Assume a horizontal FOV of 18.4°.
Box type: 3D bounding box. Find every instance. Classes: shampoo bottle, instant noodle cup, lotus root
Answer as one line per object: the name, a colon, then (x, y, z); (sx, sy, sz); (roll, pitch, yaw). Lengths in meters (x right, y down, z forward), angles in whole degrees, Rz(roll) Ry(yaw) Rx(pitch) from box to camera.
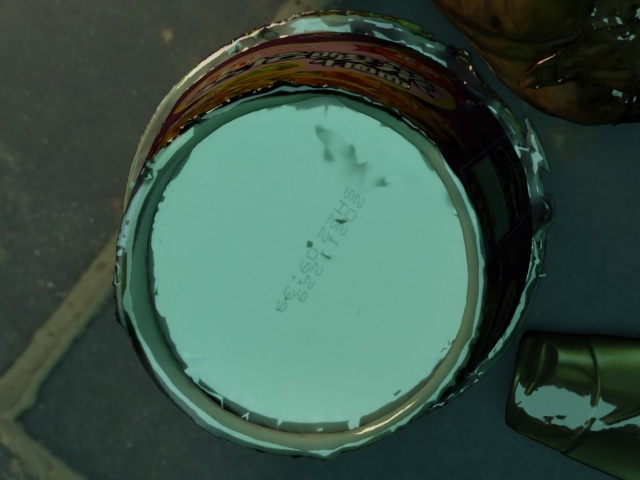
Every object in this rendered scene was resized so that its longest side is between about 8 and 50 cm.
shampoo bottle: (0.313, 0.147, 1.489); (0.350, 0.084, 0.126); (16, 97, 4)
instant noodle cup: (0.000, 0.000, 1.410); (0.339, 0.266, 0.340); (1, 96, 5)
lotus root: (0.204, -0.193, 1.384); (0.272, 0.192, 0.272); (-6, 122, -10)
